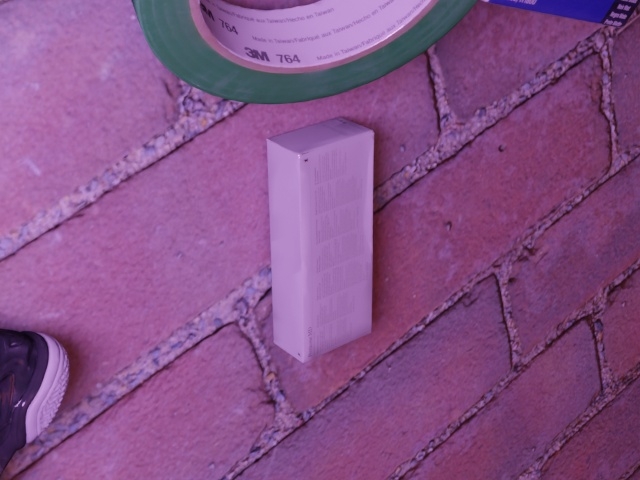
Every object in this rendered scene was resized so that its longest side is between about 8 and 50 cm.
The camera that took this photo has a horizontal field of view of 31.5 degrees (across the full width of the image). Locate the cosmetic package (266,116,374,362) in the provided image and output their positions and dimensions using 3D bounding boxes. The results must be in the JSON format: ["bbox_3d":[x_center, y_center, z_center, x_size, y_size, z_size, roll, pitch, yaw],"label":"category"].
[{"bbox_3d":[0.000,0.000,1.180,0.099,0.060,0.239,-21,124,-35],"label":"cosmetic package"}]

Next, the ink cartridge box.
[{"bbox_3d":[0.203,-0.251,1.118,0.223,0.224,0.045,-1,112,-41],"label":"ink cartridge box"}]

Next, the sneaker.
[{"bbox_3d":[-0.333,0.180,0.950,0.153,0.101,0.269,35,81,-45],"label":"sneaker"}]

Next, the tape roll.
[{"bbox_3d":[-0.002,-0.246,0.927,0.321,0.077,0.321,-16,149,-10],"label":"tape roll"}]
